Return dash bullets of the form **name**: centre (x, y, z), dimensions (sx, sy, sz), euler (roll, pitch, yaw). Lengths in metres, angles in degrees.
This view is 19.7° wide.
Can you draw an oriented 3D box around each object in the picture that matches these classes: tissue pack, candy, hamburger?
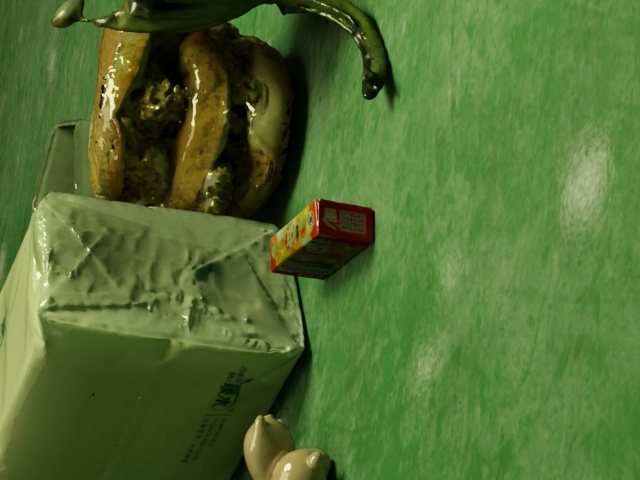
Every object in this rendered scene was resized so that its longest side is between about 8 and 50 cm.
- **tissue pack**: centre (-0.219, 0.149, 1.977), dimensions (0.207, 0.297, 0.380), euler (-102, 28, -41)
- **candy**: centre (0.000, 0.000, 1.802), dimensions (0.122, 0.062, 0.038), euler (141, 133, -58)
- **hamburger**: centre (-0.154, -0.122, 2.029), dimensions (0.260, 0.211, 0.245), euler (-108, 31, -56)

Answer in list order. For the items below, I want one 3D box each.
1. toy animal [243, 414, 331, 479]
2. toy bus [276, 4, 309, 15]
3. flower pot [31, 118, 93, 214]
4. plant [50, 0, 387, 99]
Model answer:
- **toy animal**: centre (-0.022, 0.222, 1.772), dimensions (0.082, 0.091, 0.114), euler (-9, 85, 38)
- **toy bus**: centre (-0.010, -0.307, 1.937), dimensions (0.051, 0.061, 0.153), euler (59, 141, 31)
- **flower pot**: centre (-0.235, -0.032, 2.226), dimensions (0.239, 0.190, 0.209), euler (-176, 94, -69)
- **plant**: centre (-0.069, -0.241, 1.891), dimensions (0.251, 0.333, 0.180), euler (-56, -5, -44)
